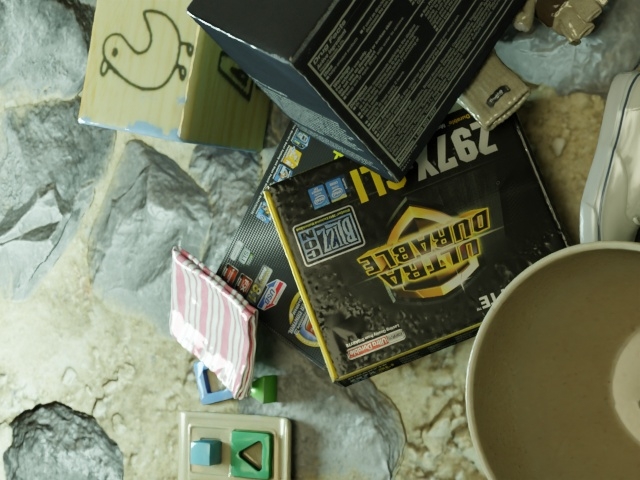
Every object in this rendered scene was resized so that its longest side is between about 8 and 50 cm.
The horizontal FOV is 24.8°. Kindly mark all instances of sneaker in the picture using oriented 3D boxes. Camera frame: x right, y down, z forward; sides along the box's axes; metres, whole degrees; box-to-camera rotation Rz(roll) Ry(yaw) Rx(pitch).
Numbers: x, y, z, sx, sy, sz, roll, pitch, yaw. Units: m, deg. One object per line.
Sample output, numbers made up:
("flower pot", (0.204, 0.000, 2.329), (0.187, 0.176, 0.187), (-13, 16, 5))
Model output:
("sneaker", (0.362, -0.067, 1.668), (0.091, 0.094, 0.258), (11, 94, 36))

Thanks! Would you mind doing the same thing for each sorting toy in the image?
("sorting toy", (-0.127, 0.330, 1.989), (0.196, 0.047, 0.348), (0, 89, 32))

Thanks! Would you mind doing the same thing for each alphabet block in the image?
("alphabet block", (-0.184, -0.233, 1.954), (0.192, 0.193, 0.197), (12, 95, 30))

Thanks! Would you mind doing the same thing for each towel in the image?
("towel", (-0.151, 0.110, 1.967), (0.197, 0.029, 0.144), (37, 132, 41))

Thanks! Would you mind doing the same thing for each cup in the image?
("cup", (0.356, 0.167, 1.582), (0.331, 0.237, 0.331), (-1, 89, 31))

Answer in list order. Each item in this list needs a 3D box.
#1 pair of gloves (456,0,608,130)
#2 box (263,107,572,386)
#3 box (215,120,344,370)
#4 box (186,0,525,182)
("pair of gloves", (0.222, -0.263, 1.756), (0.240, 0.042, 0.204), (-48, 56, 1))
("box", (0.125, 0.000, 1.754), (0.322, 0.079, 0.257), (-21, 75, 4))
("box", (0.000, 0.000, 1.911), (0.216, 0.060, 0.270), (35, 106, 28))
("box", (0.052, -0.276, 1.645), (0.182, 0.294, 0.296), (31, 83, 34))
